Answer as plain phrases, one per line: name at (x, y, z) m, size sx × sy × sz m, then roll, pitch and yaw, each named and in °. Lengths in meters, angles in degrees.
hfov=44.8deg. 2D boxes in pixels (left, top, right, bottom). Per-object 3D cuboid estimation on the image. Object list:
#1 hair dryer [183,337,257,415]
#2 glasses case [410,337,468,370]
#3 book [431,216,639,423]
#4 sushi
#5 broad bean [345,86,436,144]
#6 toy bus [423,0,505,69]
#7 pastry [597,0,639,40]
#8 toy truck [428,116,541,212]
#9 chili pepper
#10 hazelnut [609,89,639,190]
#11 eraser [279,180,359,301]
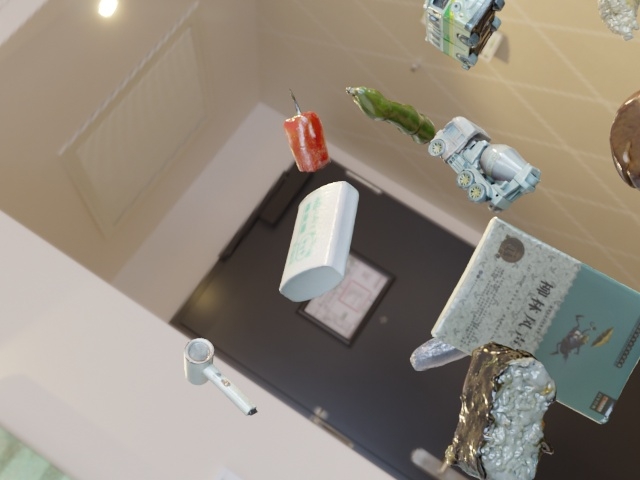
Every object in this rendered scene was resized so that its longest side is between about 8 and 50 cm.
hair dryer at (-0.240, 0.352, 1.908) m, size 0.073 × 0.236 × 0.131 m, roll -42°, pitch -22°, yaw -32°
glasses case at (0.349, 0.243, 1.877) m, size 0.283 × 0.067 × 0.109 m, roll -22°, pitch -23°, yaw -9°
book at (0.439, 0.155, 1.495) m, size 0.264 × 0.379 × 0.031 m, roll -63°, pitch 0°, yaw 2°
sushi at (0.284, 0.266, 1.191) m, size 0.115 × 0.147 × 0.212 m, roll -159°, pitch 73°, yaw -71°
broad bean at (0.131, -0.208, 1.306) m, size 0.256 × 0.053 × 0.052 m, roll 14°, pitch -82°, yaw -52°
toy bus at (0.330, -0.527, 1.831) m, size 0.133 × 0.165 × 0.276 m, roll -57°, pitch -12°, yaw -1°
pastry at (0.740, -0.598, 1.903) m, size 0.121 × 0.089 × 0.258 m, roll 62°, pitch -143°, yaw -30°
toy truck at (0.361, -0.170, 1.702) m, size 0.108 × 0.256 × 0.140 m, roll 18°, pitch -59°, yaw -47°
chili pepper at (-0.037, -0.250, 1.747) m, size 0.084 × 0.192 × 0.086 m, roll -16°, pitch 11°, yaw 11°
hazelnut at (0.699, -0.196, 1.543) m, size 0.218 × 0.218 × 0.233 m, roll 63°, pitch -157°, yaw -78°
eraser at (0.000, 0.000, 1.969) m, size 0.189 × 0.104 × 0.290 m, roll -26°, pitch 38°, yaw 36°
